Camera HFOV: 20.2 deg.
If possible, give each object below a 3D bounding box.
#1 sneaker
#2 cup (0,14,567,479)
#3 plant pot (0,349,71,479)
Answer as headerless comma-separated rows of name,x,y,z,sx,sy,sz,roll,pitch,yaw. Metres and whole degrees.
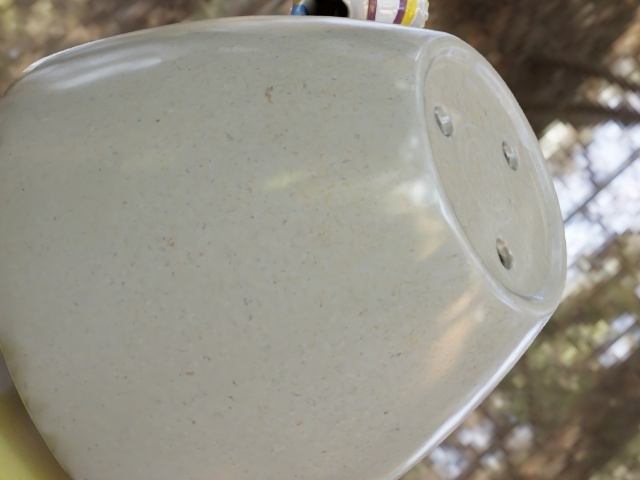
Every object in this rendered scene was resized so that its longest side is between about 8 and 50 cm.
sneaker,0.002,-0.157,1.367,0.185,0.084,0.069,-40,-123,52
cup,0.000,0.000,1.042,0.331,0.237,0.331,41,37,-41
plant pot,-0.259,0.130,1.023,0.187,0.212,0.212,44,7,20
